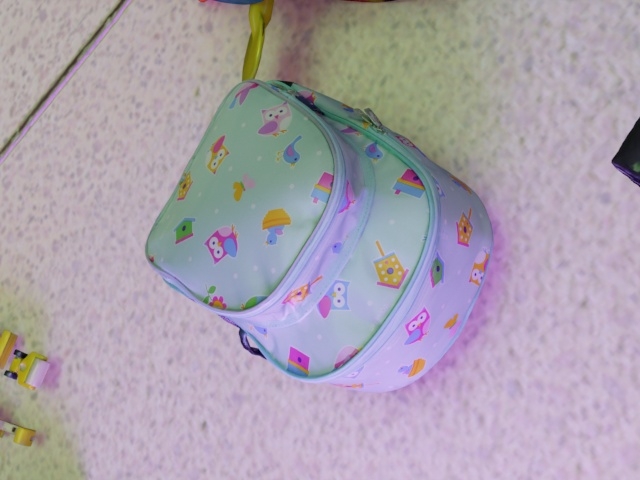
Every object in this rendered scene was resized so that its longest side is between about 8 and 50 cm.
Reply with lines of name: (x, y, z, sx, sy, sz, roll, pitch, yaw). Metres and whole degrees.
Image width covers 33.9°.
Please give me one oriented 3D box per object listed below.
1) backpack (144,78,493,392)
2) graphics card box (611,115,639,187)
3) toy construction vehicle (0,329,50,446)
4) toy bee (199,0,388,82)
backpack: (0.000, 0.000, 0.639, 0.188, 0.144, 0.165, 33, 93, 32)
graphics card box: (0.332, -0.130, 0.468, 0.233, 0.094, 0.370, 38, 102, 34)
toy construction vehicle: (-0.259, 0.119, 0.859, 0.098, 0.035, 0.085, 10, 75, 33)
toy bee: (-0.060, -0.221, 0.740, 0.298, 0.162, 0.195, 31, 90, 10)
